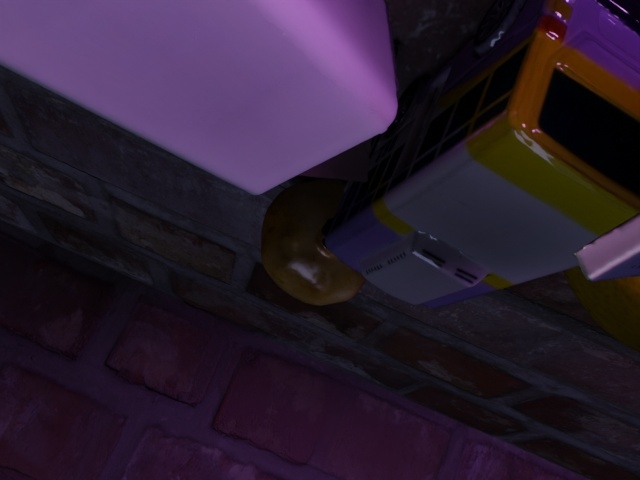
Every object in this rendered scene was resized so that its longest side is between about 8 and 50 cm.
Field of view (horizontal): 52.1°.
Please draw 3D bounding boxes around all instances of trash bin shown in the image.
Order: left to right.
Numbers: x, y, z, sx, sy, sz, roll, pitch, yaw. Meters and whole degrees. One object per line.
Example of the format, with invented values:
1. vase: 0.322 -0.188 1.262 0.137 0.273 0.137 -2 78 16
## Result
1. trash bin: -0.095 -0.216 0.490 0.296 0.255 0.368 -25 140 29

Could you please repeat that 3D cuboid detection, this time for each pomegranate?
1. pomegranate: 0.000 -0.001 1.145 0.233 0.233 0.233 20 158 9

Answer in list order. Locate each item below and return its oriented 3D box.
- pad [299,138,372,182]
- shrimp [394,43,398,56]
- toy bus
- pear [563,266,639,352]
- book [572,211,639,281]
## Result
1. pad: 0.010 -0.165 0.772 0.113 0.187 0.006 7 175 3
2. shrimp: 0.003 -0.239 0.841 0.148 0.035 0.195 36 156 -23
3. toy bus: 0.184 -0.072 0.745 0.209 0.249 0.440 29 157 -13
4. pear: 0.493 0.066 0.833 0.387 0.191 0.340 18 158 15
5. book: 0.361 -0.081 0.379 0.264 0.031 0.379 -1 149 -47
